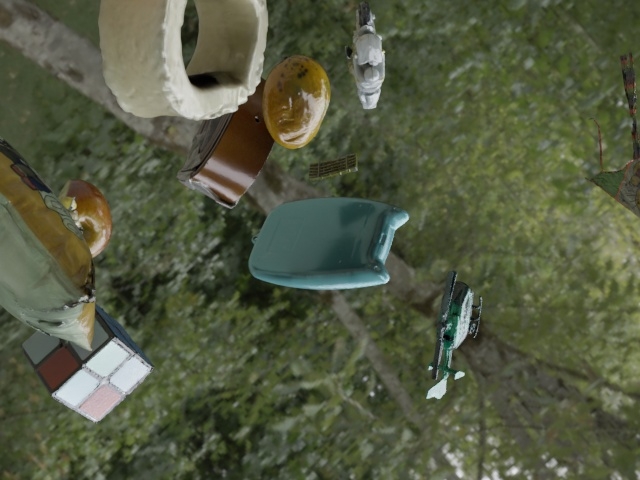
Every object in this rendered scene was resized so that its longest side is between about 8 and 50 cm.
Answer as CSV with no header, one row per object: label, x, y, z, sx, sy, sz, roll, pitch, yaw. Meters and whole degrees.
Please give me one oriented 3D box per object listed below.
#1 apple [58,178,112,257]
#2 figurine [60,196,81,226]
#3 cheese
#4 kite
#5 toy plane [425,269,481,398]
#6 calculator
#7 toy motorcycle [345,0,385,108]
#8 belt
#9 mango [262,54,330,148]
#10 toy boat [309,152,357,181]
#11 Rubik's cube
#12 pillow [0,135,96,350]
apple,-0.573,-0.041,1.945,0.173,0.160,0.195,29,-93,48
figurine,-0.413,-0.045,1.348,0.047,0.050,0.083,-7,178,-28
cheese,-0.231,-0.364,1.479,0.153,0.292,0.332,10,-163,28
kite,0.426,-0.132,1.122,0.006,0.244,0.198,-4,171,-27
toy plane,0.228,0.163,1.446,0.060,0.234,0.096,13,-169,32
calculator,0.000,0.000,1.941,0.387,0.054,0.256,0,-127,30
toy motorcycle,0.096,-0.360,1.677,0.074,0.151,0.228,-7,144,-3
belt,-0.185,-0.223,1.754,0.217,0.122,0.338,-38,-152,39
mango,-0.029,-0.160,0.967,0.057,0.079,0.114,-96,-170,-58
toy boat,0.029,-0.170,1.919,0.115,0.016,0.063,-14,-141,14
Rubik's cube,-0.497,0.253,1.781,0.180,0.167,0.183,-42,143,-10
pillow,-0.356,-0.017,0.933,0.119,0.310,0.312,-43,178,-23
